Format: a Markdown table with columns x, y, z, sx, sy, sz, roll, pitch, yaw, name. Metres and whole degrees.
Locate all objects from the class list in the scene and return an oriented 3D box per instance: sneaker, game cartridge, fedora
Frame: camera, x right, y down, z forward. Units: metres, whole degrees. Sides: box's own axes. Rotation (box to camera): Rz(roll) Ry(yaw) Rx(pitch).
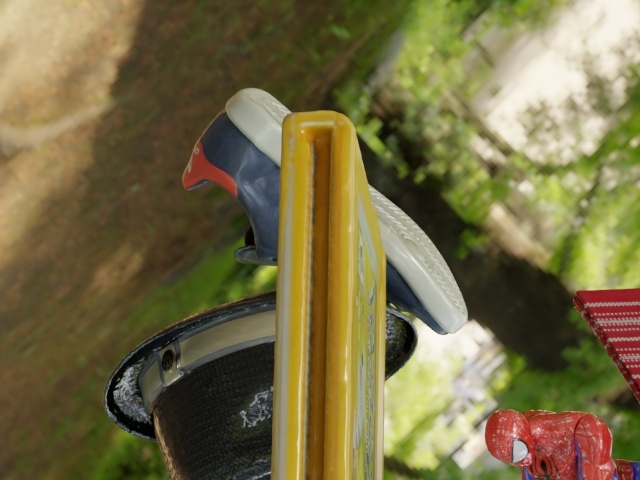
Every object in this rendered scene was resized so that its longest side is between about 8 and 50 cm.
| x | y | z | sx | sy | sz | roll | pitch | yaw | name |
| --- | --- | --- | --- | --- | --- | --- | --- | --- | --- |
| 0.000 | 0.000 | 1.679 | 0.148 | 0.350 | 0.131 | -45 | -174 | 15 | sneaker |
| 0.015 | 0.099 | 1.080 | 0.052 | 0.285 | 0.324 | -1 | 164 | 8 | game cartridge |
| -0.050 | 0.182 | 1.549 | 0.334 | 0.152 | 0.334 | -9 | 152 | -5 | fedora |

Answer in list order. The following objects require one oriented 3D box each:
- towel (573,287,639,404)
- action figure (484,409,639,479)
| x | y | z | sx | sy | sz | roll | pitch | yaw | name |
| --- | --- | --- | --- | --- | --- | --- | --- | --- | --- |
| 0.411 | 0.140 | 1.696 | 0.198 | 0.275 | 0.031 | -3 | 128 | -19 | towel |
| 0.198 | 0.199 | 1.027 | 0.091 | 0.280 | 0.139 | -7 | -120 | 50 | action figure |
